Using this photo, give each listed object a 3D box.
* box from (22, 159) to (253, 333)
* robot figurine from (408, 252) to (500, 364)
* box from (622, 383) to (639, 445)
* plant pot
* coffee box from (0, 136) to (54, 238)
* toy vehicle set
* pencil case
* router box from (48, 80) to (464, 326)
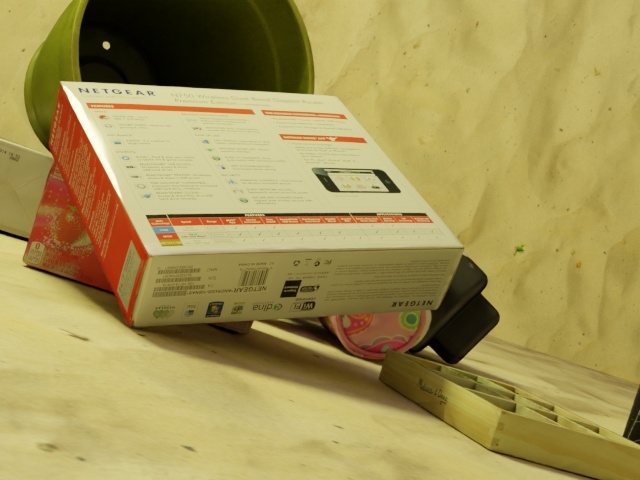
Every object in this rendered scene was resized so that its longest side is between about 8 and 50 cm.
[{"bbox_3d":[-0.178,0.005,1.181,0.257,0.122,0.128,18,1,-1],"label":"box"},{"bbox_3d":[0.146,0.057,1.646,0.278,0.209,0.173,46,38,11],"label":"robot figurine"},{"bbox_3d":[0.458,0.191,1.117,0.247,0.163,0.142,18,2,20],"label":"box"},{"bbox_3d":[-0.257,-0.228,1.555,0.366,0.366,0.353,18,-11,-34],"label":"plant pot"},{"bbox_3d":[-0.469,-0.089,1.521,0.168,0.119,0.297,19,0,-18],"label":"coffee box"},{"bbox_3d":[0.180,0.168,1.036,0.166,0.035,0.267,18,0,-19],"label":"toy vehicle set"},{"bbox_3d":[0.057,0.084,1.433,0.124,0.124,0.284,18,1,-6],"label":"pencil case"},{"bbox_3d":[-0.071,-0.046,1.083,0.335,0.082,0.301,-1,37,-30],"label":"router box"}]
